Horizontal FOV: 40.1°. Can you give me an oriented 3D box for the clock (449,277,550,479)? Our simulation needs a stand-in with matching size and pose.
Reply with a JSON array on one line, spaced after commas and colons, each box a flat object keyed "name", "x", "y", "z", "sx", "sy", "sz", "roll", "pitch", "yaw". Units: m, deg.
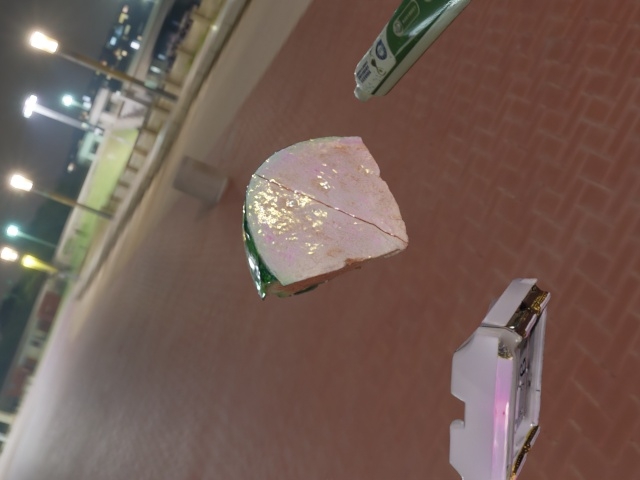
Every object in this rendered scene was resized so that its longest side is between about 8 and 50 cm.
[{"name": "clock", "x": 0.236, "y": 0.191, "z": 1.147, "sx": 0.186, "sy": 0.083, "sz": 0.253, "roll": -35, "pitch": -51, "yaw": -56}]

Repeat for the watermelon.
[{"name": "watermelon", "x": -0.012, "y": 0.007, "z": 1.421, "sx": 0.222, "sy": 0.292, "sz": 0.319, "roll": 101, "pitch": 148, "yaw": -41}]

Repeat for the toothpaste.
[{"name": "toothpaste", "x": 0.128, "y": -0.294, "z": 1.199, "sx": 0.099, "sy": 0.061, "sz": 0.392, "roll": 66, "pitch": 153, "yaw": 11}]
